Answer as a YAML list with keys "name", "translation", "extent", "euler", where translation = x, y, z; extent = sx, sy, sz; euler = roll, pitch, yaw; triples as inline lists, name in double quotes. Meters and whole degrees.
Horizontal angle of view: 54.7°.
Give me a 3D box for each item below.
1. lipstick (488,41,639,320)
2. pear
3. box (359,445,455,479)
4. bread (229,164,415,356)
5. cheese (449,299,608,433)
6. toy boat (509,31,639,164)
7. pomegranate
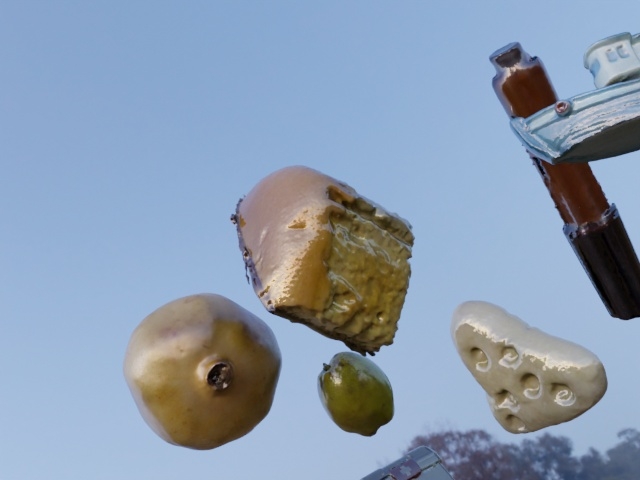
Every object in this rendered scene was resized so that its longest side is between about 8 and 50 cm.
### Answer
- name: "lipstick"
  translation: [0.339, -0.071, 0.830]
  extent: [0.077, 0.077, 0.418]
  euler: [-29, -74, 14]
- name: "pear"
  translation: [0.051, 0.228, 0.922]
  extent: [0.107, 0.131, 0.107]
  euler: [-45, -4, -4]
- name: "box"
  translation: [0.167, 0.520, 1.230]
  extent: [0.210, 0.129, 0.148]
  euler: [-15, -49, -35]
- name: "bread"
  translation: [0.000, 0.000, 0.761]
  extent: [0.204, 0.262, 0.163]
  euler: [24, -68, -32]
- name: "cheese"
  translation: [0.489, 0.277, 1.461]
  extent: [0.129, 0.351, 0.328]
  euler: [-23, -7, -34]
- name: "toy boat"
  translation: [0.294, -0.143, 0.602]
  extent: [0.215, 0.102, 0.088]
  euler: [-18, -24, 17]
- name: "pomegranate"
  translation: [-0.166, 0.185, 0.894]
  extent: [0.233, 0.233, 0.233]
  euler: [-13, -35, -9]
